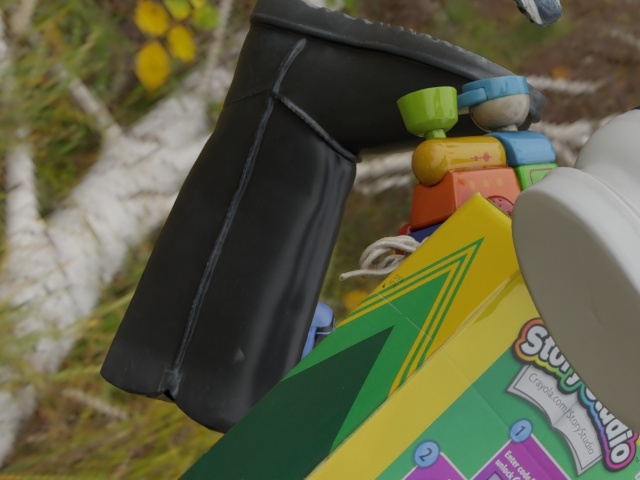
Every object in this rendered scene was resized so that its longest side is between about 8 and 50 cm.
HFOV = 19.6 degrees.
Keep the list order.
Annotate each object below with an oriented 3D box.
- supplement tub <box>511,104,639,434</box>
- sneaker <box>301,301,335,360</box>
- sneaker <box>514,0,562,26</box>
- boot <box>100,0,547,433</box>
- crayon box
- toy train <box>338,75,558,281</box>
[{"bbox_3d":[0.272,-0.019,1.096,0.272,0.191,0.191,-29,90,-14],"label":"supplement tub"},{"bbox_3d":[-0.001,0.179,1.988,0.090,0.081,0.232,19,64,-18],"label":"sneaker"},{"bbox_3d":[0.220,-0.350,1.841,0.110,0.122,0.283,-97,172,-66],"label":"sneaker"},{"bbox_3d":[-0.001,0.000,1.893,0.146,0.367,0.445,29,83,-52],"label":"boot"},{"bbox_3d":[0.111,0.201,1.304,0.363,0.313,0.106,49,-6,-34],"label":"crayon box"},{"bbox_3d":[0.090,-0.052,1.404,0.248,0.105,0.143,-6,81,-45],"label":"toy train"}]
